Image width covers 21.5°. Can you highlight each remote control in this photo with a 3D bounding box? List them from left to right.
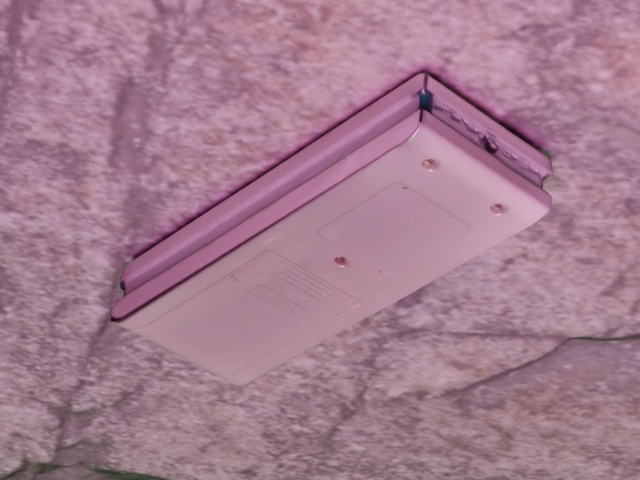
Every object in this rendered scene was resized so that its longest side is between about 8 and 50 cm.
[{"bbox_3d":[0.000,0.000,1.000,0.103,0.055,0.277,31,137,-30],"label":"remote control"}]
